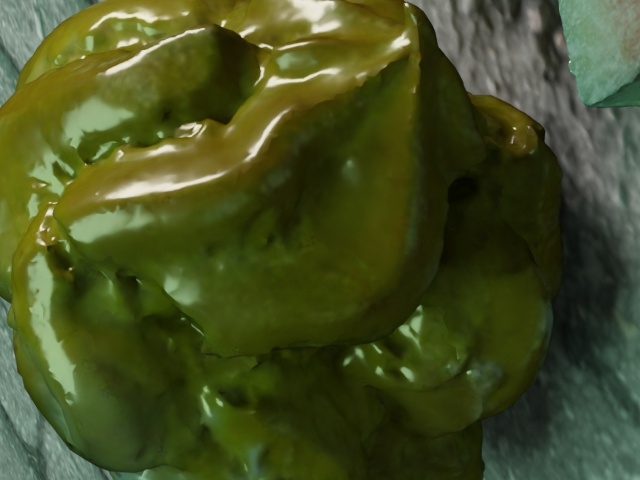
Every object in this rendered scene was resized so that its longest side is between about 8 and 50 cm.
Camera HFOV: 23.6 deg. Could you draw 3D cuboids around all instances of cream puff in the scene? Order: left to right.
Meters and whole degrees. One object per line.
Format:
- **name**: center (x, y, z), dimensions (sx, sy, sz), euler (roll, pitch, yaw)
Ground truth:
- **cream puff**: center (0.001, 0.001, 0.772), dimensions (0.324, 0.257, 0.291), euler (46, -158, -26)

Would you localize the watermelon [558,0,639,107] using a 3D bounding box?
- **watermelon**: center (0.177, -0.156, 0.529), dimensions (0.241, 0.094, 0.154), euler (-33, 66, 59)
